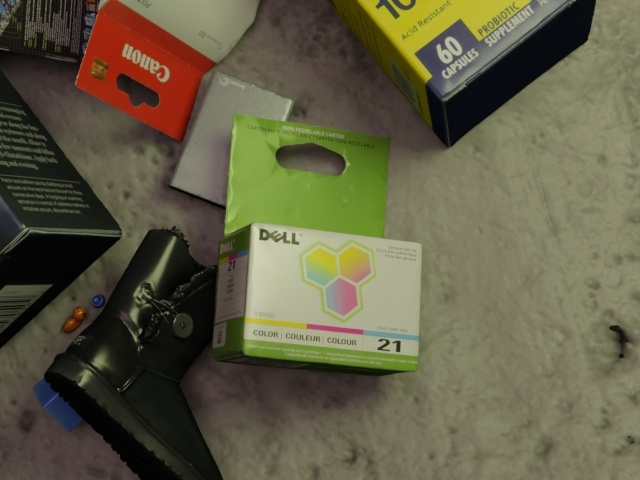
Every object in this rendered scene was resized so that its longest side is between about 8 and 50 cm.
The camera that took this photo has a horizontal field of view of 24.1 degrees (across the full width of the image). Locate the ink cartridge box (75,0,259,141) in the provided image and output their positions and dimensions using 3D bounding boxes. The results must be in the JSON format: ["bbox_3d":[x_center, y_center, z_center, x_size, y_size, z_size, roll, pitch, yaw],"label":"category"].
[{"bbox_3d":[-0.145,-0.238,1.548,0.066,0.189,0.232,5,78,33],"label":"ink cartridge box"}]

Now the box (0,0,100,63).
[{"bbox_3d":[-0.285,-0.330,1.578,0.216,0.060,0.270,11,106,17],"label":"box"}]

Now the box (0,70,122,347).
[{"bbox_3d":[-0.452,-0.063,1.509,0.293,0.212,0.395,-42,77,13],"label":"box"}]

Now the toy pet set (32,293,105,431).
[{"bbox_3d":[-0.243,0.131,1.555,0.114,0.065,0.122,-42,78,-2],"label":"toy pet set"}]

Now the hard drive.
[{"bbox_3d":[-0.093,-0.103,1.591,0.094,0.022,0.135,21,83,-4],"label":"hard drive"}]

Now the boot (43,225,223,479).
[{"bbox_3d":[-0.137,0.132,1.520,0.246,0.094,0.207,49,60,-23],"label":"boot"}]

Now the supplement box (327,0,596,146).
[{"bbox_3d":[0.093,-0.306,1.527,0.194,0.195,0.356,-38,78,-1],"label":"supplement box"}]

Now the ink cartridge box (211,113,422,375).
[{"bbox_3d":[0.000,0.000,1.499,0.188,0.097,0.255,7,80,-22],"label":"ink cartridge box"}]
